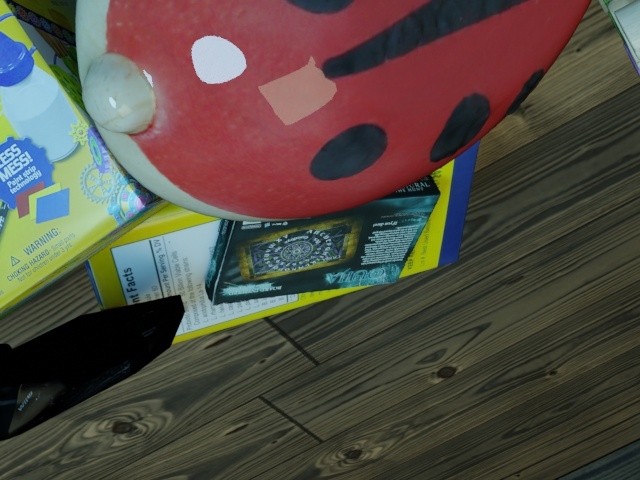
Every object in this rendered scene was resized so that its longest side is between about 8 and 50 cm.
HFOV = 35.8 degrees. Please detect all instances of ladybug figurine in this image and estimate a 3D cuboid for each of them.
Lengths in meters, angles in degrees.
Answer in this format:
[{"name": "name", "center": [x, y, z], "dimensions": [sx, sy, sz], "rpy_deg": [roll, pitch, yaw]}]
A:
[{"name": "ladybug figurine", "center": [0.047, -0.167, 0.636], "dimensions": [0.449, 0.162, 0.305], "rpy_deg": [-38, 130, -34]}]

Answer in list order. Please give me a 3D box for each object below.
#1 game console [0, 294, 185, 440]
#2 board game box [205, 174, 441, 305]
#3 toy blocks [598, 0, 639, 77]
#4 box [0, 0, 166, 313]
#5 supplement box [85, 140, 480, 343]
[{"name": "game console", "center": [-0.293, 0.117, 0.799], "dimensions": [0.361, 0.044, 0.213], "rpy_deg": [-13, -172, 26]}, {"name": "board game box", "center": [0.000, 0.000, 0.859], "dimensions": [0.186, 0.026, 0.126], "rpy_deg": [-5, 142, -24]}, {"name": "toy blocks", "center": [0.364, -0.247, 0.824], "dimensions": [0.260, 0.309, 0.288], "rpy_deg": [-27, 146, 18]}, {"name": "box", "center": [-0.281, -0.076, 0.689], "dimensions": [0.290, 0.279, 0.177], "rpy_deg": [-33, -176, 15]}, {"name": "supplement box", "center": [-0.057, -0.061, 0.941], "dimensions": [0.356, 0.195, 0.194], "rpy_deg": [-15, 145, -12]}]
